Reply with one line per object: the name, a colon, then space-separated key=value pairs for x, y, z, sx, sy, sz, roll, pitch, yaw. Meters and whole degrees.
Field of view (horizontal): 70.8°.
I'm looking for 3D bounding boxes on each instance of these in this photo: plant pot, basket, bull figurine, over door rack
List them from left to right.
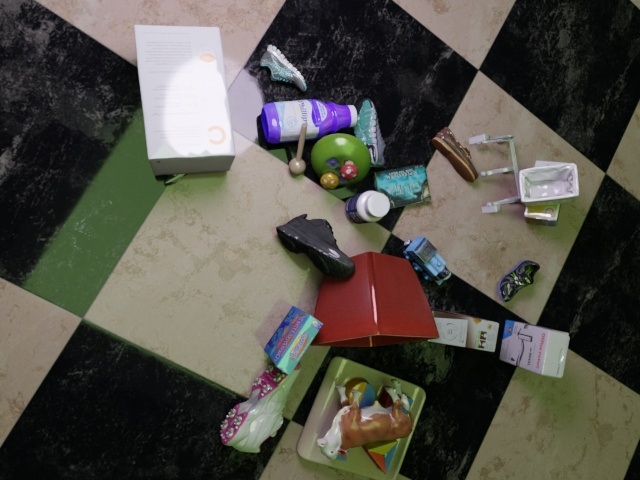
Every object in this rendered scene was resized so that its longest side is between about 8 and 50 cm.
bull figurine: x=0.127 y=0.517 z=1.303 sx=0.310 sy=0.101 sz=0.189 roll=-1 pitch=89 yaw=-21
plant pot: x=0.145 y=0.174 z=1.298 sx=0.267 sy=0.267 sz=0.236 roll=13 pitch=66 yaw=-40
over door rack: x=0.564 y=-0.225 z=1.478 sx=0.324 sy=0.108 sz=0.240 roll=-16 pitch=96 yaw=-50
basket: x=0.745 y=-0.175 z=1.469 sx=0.103 sy=0.167 sz=0.113 roll=21 pitch=68 yaw=-59

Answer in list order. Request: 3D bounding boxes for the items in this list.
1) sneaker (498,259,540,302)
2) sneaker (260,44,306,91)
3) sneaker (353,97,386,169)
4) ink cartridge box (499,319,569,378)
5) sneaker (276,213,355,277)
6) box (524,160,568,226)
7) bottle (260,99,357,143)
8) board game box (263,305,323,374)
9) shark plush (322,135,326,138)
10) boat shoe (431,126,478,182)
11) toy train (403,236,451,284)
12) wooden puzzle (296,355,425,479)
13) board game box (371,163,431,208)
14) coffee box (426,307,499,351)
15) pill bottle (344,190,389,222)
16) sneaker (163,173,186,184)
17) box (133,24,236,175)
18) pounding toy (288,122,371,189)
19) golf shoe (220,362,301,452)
sneaker: x=0.694 y=0.138 z=1.572 sx=0.188 sy=0.078 sz=0.067 roll=-43 pitch=101 yaw=-12
sneaker: x=-0.114 y=-0.502 z=1.356 sx=0.166 sy=0.065 sz=0.076 roll=44 pitch=94 yaw=-9
sneaker: x=0.163 y=-0.335 z=1.436 sx=0.098 sy=0.083 sz=0.224 roll=7 pitch=77 yaw=-50
ink cartridge box: x=0.712 y=0.358 z=1.510 sx=0.085 sy=0.203 sz=0.148 roll=13 pitch=85 yaw=-16
sneaker: x=0.000 y=0.000 z=1.284 sx=0.130 sy=0.286 sz=0.109 roll=-40 pitch=142 yaw=-23
box: x=0.787 y=-0.161 z=1.568 sx=0.114 sy=0.103 sz=0.203 roll=24 pitch=79 yaw=-60
bottle: x=-0.031 y=-0.361 z=1.349 sx=0.282 sy=0.092 sz=0.118 roll=-9 pitch=74 yaw=-16
board game box: x=-0.082 y=0.274 z=1.269 sx=0.047 sy=0.210 sz=0.160 roll=37 pitch=79 yaw=-13
shark plush: x=0.059 y=-0.276 z=1.417 sx=0.161 sy=0.073 sz=0.067 roll=36 pitch=59 yaw=7
boat shoe: x=0.467 y=-0.290 z=1.512 sx=0.073 sy=0.073 sz=0.207 roll=-45 pitch=102 yaw=-10
toy train: x=0.347 y=0.066 z=1.455 sx=0.184 sy=0.105 sz=0.080 roll=46 pitch=78 yaw=-11
wooden puzzle: x=0.141 y=0.568 z=1.400 sx=0.347 sy=0.080 sz=0.322 roll=25 pitch=83 yaw=-15
board game box: x=0.267 y=-0.175 z=1.475 sx=0.186 sy=0.026 sz=0.126 roll=-13 pitch=92 yaw=-17
coffee box: x=0.426 y=0.283 z=1.458 sx=0.246 sy=0.141 sz=0.098 roll=12 pitch=86 yaw=-17
pill bottle: x=0.142 y=-0.100 z=1.362 sx=0.094 sy=0.169 sz=0.094 roll=0 pitch=89 yaw=-16
sneaker: x=-0.410 y=-0.187 z=1.273 sx=0.083 sy=0.031 sz=0.035 roll=-37 pitch=90 yaw=-20
box: x=-0.360 y=-0.365 z=1.201 sx=0.214 sy=0.168 sz=0.346 roll=-6 pitch=86 yaw=-17
pounding toy: x=0.030 y=-0.214 z=1.312 sx=0.236 sy=0.183 sz=0.110 roll=15 pitch=48 yaw=-8
golf shoe: x=-0.150 y=0.479 z=1.310 sx=0.306 sy=0.115 sz=0.140 roll=-48 pitch=113 yaw=-5
